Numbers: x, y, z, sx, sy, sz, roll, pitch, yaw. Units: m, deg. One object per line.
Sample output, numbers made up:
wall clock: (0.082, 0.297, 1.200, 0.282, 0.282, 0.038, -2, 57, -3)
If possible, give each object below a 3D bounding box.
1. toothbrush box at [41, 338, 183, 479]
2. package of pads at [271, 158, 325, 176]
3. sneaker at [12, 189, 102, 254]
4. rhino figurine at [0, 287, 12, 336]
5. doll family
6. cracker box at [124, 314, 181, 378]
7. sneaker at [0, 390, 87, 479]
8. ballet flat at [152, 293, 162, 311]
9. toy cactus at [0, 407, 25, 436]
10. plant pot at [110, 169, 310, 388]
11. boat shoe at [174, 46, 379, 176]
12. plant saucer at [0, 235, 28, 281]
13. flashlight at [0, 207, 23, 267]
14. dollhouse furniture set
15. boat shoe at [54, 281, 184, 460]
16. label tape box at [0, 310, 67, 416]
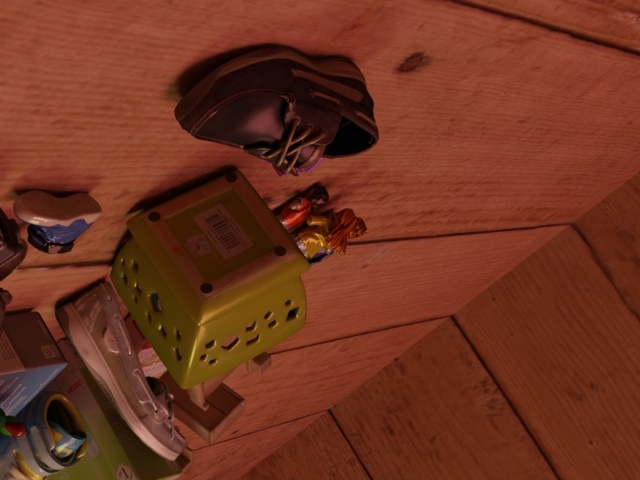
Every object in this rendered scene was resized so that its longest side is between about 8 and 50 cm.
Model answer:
toothbrush box: (-0.396, 0.333, 2.105, 0.206, 0.283, 0.122, -39, 162, 23)
package of pads: (-0.029, -0.124, 1.902, 0.083, 0.032, 0.050, -12, 151, -51)
sneaker: (-0.345, -0.017, 1.575, 0.084, 0.058, 0.152, -48, 166, 19)
rhino figurine: (-0.499, 0.120, 1.567, 0.243, 0.073, 0.106, -27, 167, -14)
doll family: (0.000, 0.000, 2.164, 0.163, 0.118, 0.263, -33, 164, 0)
cracker box: (-0.309, 0.189, 2.237, 0.156, 0.067, 0.232, -16, 156, -47)
sneaker: (-0.471, 0.377, 1.969, 0.208, 0.318, 0.127, -6, 160, 29)
ballet flat: (-0.192, 0.096, 2.010, 0.247, 0.083, 0.087, -12, -142, 30)
toy cactus: (-0.486, 0.264, 1.712, 0.219, 0.112, 0.180, -1, 136, -45)
plant pot: (-0.154, 0.042, 1.827, 0.227, 0.228, 0.207, -27, 157, -25)
boat shoe: (-0.033, -0.160, 1.608, 0.355, 0.130, 0.132, -12, 154, -51)
plant saucer: (-0.450, 0.031, 1.577, 0.168, 0.029, 0.168, -29, 163, -9)
flashlight: (-0.492, 0.053, 1.441, 0.304, 0.103, 0.103, -32, 135, 4)
dollhouse furniture set: (-0.252, 0.225, 2.344, 0.303, 0.174, 0.355, -44, 154, -29)
boat shoe: (-0.295, 0.213, 1.976, 0.103, 0.320, 0.118, -35, -159, -10)
label tape box: (-0.564, 0.220, 1.780, 0.241, 0.106, 0.334, -42, 160, 29)
